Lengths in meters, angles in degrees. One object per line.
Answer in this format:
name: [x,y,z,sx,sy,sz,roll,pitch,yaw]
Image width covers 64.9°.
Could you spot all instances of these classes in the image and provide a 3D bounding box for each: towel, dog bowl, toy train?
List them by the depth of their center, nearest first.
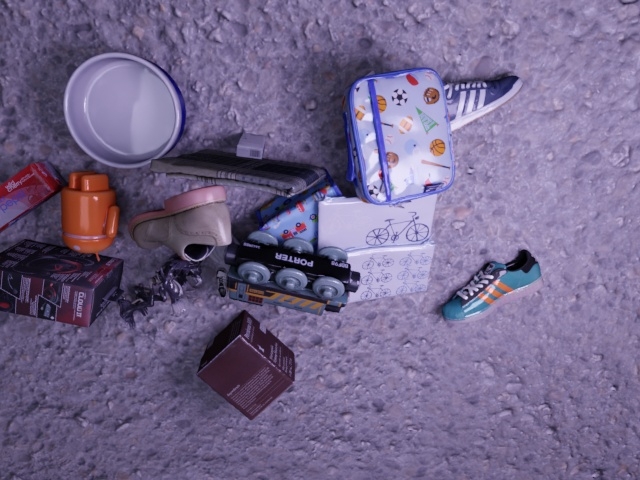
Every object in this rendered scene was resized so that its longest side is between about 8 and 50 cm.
towel: [-0.173,-0.151,1.147,0.325,0.312,0.056,11,107,9]
dog bowl: [-0.465,-0.311,1.216,0.265,0.104,0.264,-1,106,-3]
toy train: [-0.074,0.091,1.231,0.334,0.142,0.190,12,140,-5]

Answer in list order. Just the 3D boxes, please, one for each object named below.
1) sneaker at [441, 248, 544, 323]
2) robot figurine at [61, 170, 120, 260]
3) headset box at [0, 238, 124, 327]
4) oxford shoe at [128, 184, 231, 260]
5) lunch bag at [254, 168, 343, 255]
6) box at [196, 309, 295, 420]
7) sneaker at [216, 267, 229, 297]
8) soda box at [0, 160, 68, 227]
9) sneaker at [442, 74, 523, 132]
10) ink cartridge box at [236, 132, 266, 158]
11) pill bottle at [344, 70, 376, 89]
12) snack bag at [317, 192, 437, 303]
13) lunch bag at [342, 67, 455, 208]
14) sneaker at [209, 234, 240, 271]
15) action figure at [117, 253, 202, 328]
sneaker: [0.463,0.123,1.396,0.302,0.108,0.120,-25,105,-4]
robot figurine: [-0.581,-0.062,1.267,0.158,0.128,0.219,4,106,-12]
headset box: [-0.650,0.105,1.264,0.294,0.218,0.110,12,106,-7]
oxford shoe: [-0.340,-0.011,1.186,0.141,0.397,0.146,-17,90,-39]
lunch bag: [0.000,0.000,1.336,0.221,0.138,0.293,-31,117,4]
box: [-0.198,0.339,1.381,0.167,0.168,0.203,-43,104,9]
sneaker: [-0.269,0.118,1.384,0.032,0.037,0.083,-10,105,1]
soda box: [-0.779,-0.094,1.265,0.263,0.092,0.083,-33,104,6]
sneaker: [0.348,-0.372,1.248,0.282,0.099,0.153,-29,107,8]
ink cartridge box: [-0.170,-0.236,1.251,0.063,0.115,0.029,7,117,-5]
pill bottle: [0.152,-0.304,1.246,0.117,0.117,0.215,-33,105,6]
snack bag: [0.147,0.022,1.303,0.324,0.037,0.342,-6,126,-11]
lunch bag: [0.170,-0.224,1.143,0.243,0.115,0.303,-12,99,-12]
sneaker: [-0.220,0.049,1.347,0.090,0.094,0.235,-32,125,1]
action figure: [-0.387,0.123,1.321,0.276,0.164,0.140,-33,95,16]
